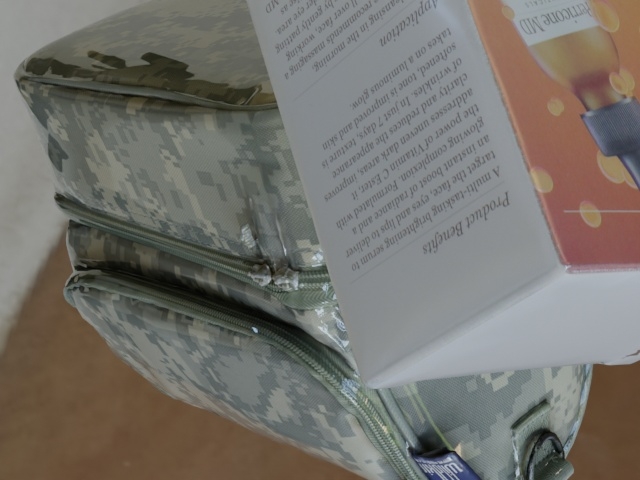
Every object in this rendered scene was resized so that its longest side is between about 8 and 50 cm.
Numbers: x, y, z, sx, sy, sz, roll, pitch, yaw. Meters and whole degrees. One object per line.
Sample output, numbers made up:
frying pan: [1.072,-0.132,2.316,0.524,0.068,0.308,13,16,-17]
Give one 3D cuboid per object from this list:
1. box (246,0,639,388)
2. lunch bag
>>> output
box: [0.064,-0.050,0.543,0.091,0.130,0.170,-36,65,44]
lunch bag: [0.000,0.000,0.915,0.305,0.212,0.256,14,125,50]
